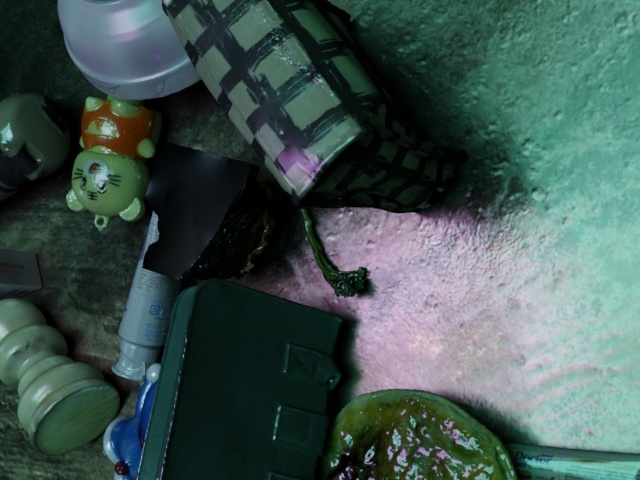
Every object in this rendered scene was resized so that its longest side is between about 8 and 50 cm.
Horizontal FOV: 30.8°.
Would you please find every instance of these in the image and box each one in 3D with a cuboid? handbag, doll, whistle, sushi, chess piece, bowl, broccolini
[{"bbox_3d":[-0.097,0.224,1.465,0.089,0.239,0.326,-21,55,55],"label":"handbag"},{"bbox_3d":[-0.191,0.270,1.601,0.257,0.161,0.215,-29,84,40],"label":"doll"},{"bbox_3d":[0.005,-0.183,1.430,0.162,0.327,0.325,-42,67,17],"label":"handbag"},{"bbox_3d":[-0.300,-0.155,1.723,0.131,0.106,0.288,10,89,23],"label":"whistle"},{"bbox_3d":[-0.138,-0.026,1.591,0.153,0.150,0.172,16,92,30],"label":"sushi"},{"bbox_3d":[-0.426,0.184,1.742,0.251,0.144,0.144,46,106,31],"label":"chess piece"},{"bbox_3d":[-0.253,-0.355,1.648,0.287,0.144,0.286,-8,63,16],"label":"bowl"},{"bbox_3d":[-0.003,0.005,1.578,0.194,0.054,0.052,57,129,24],"label":"broccolini"}]

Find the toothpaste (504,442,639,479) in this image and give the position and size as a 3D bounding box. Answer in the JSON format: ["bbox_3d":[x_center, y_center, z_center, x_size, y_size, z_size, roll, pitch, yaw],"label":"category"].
[{"bbox_3d":[0.302,0.274,1.375,0.256,0.037,0.067,3,90,29],"label":"toothpaste"}]

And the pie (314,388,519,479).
[{"bbox_3d":[0.099,0.331,1.448,0.323,0.071,0.323,-5,82,38],"label":"pie"}]

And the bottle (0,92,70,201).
[{"bbox_3d":[-0.554,-0.122,1.834,0.347,0.168,0.168,-21,74,21],"label":"bottle"}]

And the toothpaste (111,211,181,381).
[{"bbox_3d":[-0.233,0.052,1.669,0.073,0.114,0.299,19,98,23],"label":"toothpaste"}]

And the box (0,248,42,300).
[{"bbox_3d":[-0.575,0.078,1.825,0.233,0.149,0.067,-22,77,26],"label":"box"}]
